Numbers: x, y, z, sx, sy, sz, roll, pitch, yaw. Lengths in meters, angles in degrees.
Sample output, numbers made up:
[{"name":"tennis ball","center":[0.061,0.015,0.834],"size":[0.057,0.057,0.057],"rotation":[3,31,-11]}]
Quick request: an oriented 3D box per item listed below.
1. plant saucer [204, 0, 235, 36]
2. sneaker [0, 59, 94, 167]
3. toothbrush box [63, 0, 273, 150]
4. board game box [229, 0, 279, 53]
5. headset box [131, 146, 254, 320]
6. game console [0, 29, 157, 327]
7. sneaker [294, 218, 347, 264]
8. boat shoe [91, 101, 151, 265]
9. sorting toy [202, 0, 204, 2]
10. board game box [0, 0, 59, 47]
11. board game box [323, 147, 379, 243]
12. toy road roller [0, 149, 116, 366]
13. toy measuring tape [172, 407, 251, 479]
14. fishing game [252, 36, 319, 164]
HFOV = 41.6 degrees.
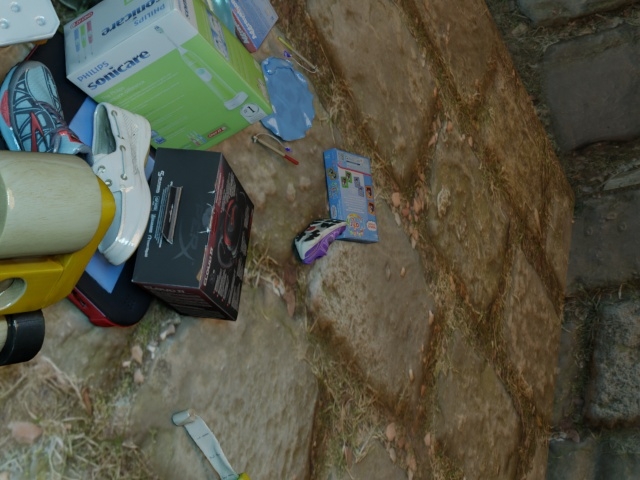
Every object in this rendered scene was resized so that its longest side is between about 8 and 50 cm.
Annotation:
[{"name":"plant saucer","center":[-0.274,-0.432,1.570],"size":[0.317,0.044,0.317],"rotation":[23,62,-52]},{"name":"sneaker","center":[-0.358,-0.128,1.159],"size":[0.104,0.125,0.261],"rotation":[-3,81,-60]},{"name":"toothbrush box","center":[-0.241,-0.275,1.370],"size":[0.283,0.206,0.122],"rotation":[40,29,-52]},{"name":"board game box","center":[-0.188,-0.544,1.754],"size":[0.281,0.027,0.145],"rotation":[57,37,-30]},{"name":"headset box","center":[-0.198,-0.006,1.353],"size":[0.293,0.110,0.218],"rotation":[67,29,-74]},{"name":"game console","center":[-0.360,-0.089,1.311],"size":[0.386,0.060,0.342],"rotation":[54,40,-34]},{"name":"sneaker","center":[0.000,0.000,1.855],"size":[0.170,0.068,0.071],"rotation":[-35,125,-47]},{"name":"boat shoe","center":[-0.315,-0.090,1.253],"size":[0.096,0.098,0.277],"rotation":[29,40,-40]},{"name":"sorting toy","center":[-0.303,-0.486,1.402],"size":[0.257,0.089,0.255],"rotation":[25,66,-54]},{"name":"board game box","center":[-0.541,-0.353,0.913],"size":[0.390,0.050,0.390],"rotation":[-21,84,-33]},{"name":"board game box","center":[0.075,-0.102,2.009],"size":[0.160,0.039,0.211],"rotation":[7,73,-56]},{"name":"toy road roller","center":[-0.423,-0.006,0.971],"size":[0.240,0.329,0.202],"rotation":[48,24,21]},{"name":"toy measuring tape","center":[-0.161,0.439,1.408],"size":[0.330,0.121,0.121],"rotation":[60,36,-13]},{"name":"fishing game","center":[-0.085,-0.304,1.828],"size":[0.189,0.041,0.264],"rotation":[28,63,-42]}]
